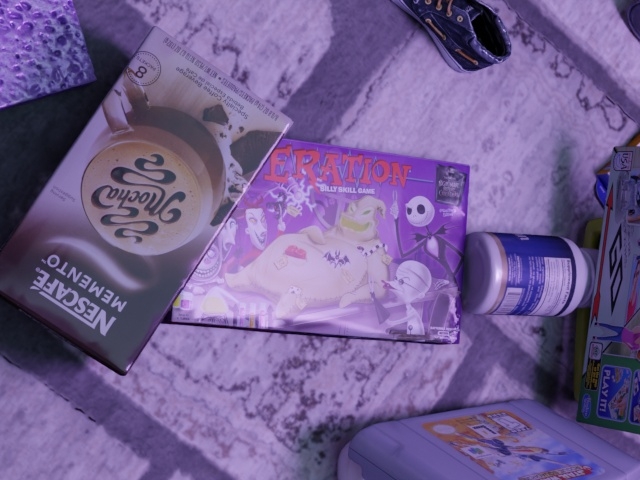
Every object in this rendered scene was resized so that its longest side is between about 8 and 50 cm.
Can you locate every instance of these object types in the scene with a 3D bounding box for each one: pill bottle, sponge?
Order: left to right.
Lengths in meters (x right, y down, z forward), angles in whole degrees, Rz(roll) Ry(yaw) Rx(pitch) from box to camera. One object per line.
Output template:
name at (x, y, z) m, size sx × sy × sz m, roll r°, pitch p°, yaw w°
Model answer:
sponge at (-0.307, -0.242, 1.545) m, size 0.117 × 0.031 × 0.210 m, roll -18°, pitch 95°, yaw -26°
pill bottle at (0.243, 0.040, 1.769) m, size 0.169 × 0.094 × 0.094 m, roll 3°, pitch 86°, yaw -27°

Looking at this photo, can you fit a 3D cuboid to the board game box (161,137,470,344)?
board game box at (0.000, 0.000, 1.679) m, size 0.346 × 0.056 × 0.208 m, roll 6°, pitch 81°, yaw -26°

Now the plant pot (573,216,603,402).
plant pot at (0.449, 0.091, 1.804) m, size 0.207 × 0.227 × 0.228 m, roll 8°, pitch 84°, yaw -32°

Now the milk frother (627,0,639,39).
milk frother at (0.474, -0.285, 1.870) m, size 0.135 × 0.143 × 0.129 m, roll -49°, pitch 115°, yaw -22°

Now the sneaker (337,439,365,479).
sneaker at (0.119, 0.340, 1.680) m, size 0.106 × 0.123 × 0.290 m, roll -30°, pitch 99°, yaw -22°

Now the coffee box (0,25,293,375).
coffee box at (-0.182, -0.035, 1.517) m, size 0.168 × 0.119 × 0.297 m, roll 34°, pitch 80°, yaw -9°

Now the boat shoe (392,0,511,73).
boat shoe at (0.142, -0.268, 1.739) m, size 0.183 × 0.083 × 0.065 m, roll 48°, pitch 69°, yaw -16°

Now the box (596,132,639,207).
box at (0.395, -0.080, 1.887) m, size 0.136 × 0.028 × 0.081 m, roll -42°, pitch 106°, yaw -23°

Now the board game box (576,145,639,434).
board game box at (0.386, 0.056, 1.678) m, size 0.046 × 0.213 × 0.317 m, roll 9°, pitch 87°, yaw -33°

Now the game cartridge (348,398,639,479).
game cartridge at (0.201, 0.243, 1.651) m, size 0.297 × 0.198 × 0.062 m, roll -4°, pitch 109°, yaw -41°
